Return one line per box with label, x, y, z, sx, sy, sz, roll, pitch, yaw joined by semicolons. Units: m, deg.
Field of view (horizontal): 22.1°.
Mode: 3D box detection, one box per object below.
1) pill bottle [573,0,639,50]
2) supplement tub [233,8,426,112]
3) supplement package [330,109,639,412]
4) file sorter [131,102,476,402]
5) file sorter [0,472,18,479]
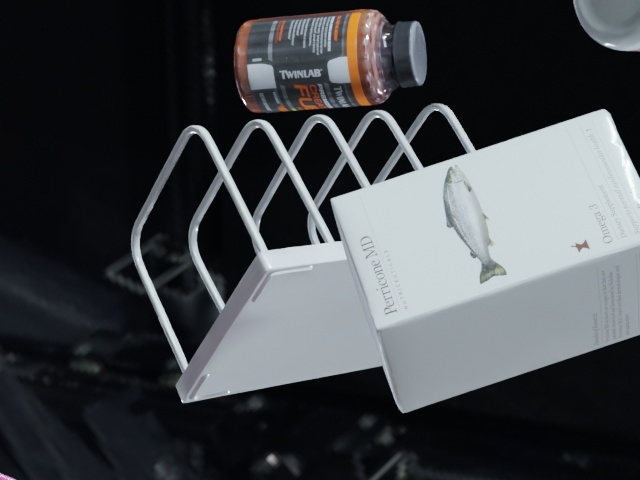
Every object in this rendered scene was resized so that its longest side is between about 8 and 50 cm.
pill bottle;0.248;-0.165;1.059;0.087;0.160;0.087;7;-81;56
supplement tub;0.012;-0.195;1.779;0.198;0.106;0.106;-3;-64;18
supplement package;0.111;0.013;1.001;0.105;0.179;0.105;73;-1;-55
file sorter;0.000;0.000;1.426;0.173;0.278;0.193;62;-40;27
file sorter;-0.271;0.224;0.985;0.202;0.182;0.291;22;-4;-6
